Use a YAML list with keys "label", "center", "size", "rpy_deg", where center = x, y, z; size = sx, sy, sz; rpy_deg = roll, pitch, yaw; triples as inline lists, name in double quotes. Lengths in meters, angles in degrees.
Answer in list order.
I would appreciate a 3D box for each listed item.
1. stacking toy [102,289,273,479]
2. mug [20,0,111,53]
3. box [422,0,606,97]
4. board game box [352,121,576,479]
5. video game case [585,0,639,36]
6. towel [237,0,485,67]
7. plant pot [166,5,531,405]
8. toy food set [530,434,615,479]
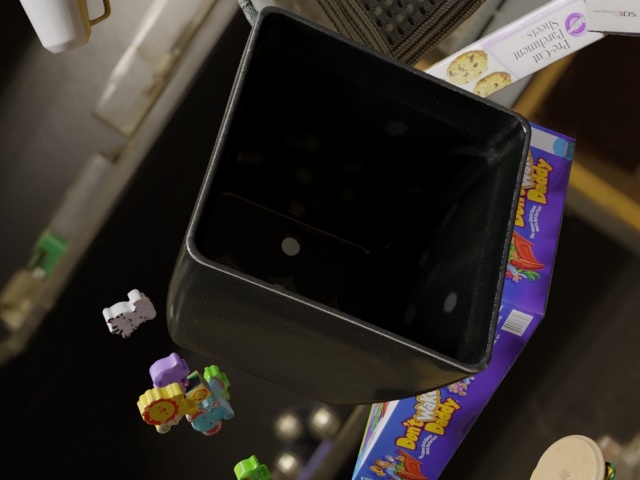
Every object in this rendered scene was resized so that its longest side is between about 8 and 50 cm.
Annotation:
- label: "stacking toy"
  center: [-0.139, 0.168, 1.635]
  size: [0.052, 0.221, 0.167]
  rpy_deg: [-35, 44, 6]
- label: "mug"
  center: [-0.237, -0.213, 1.440]
  size: [0.078, 0.064, 0.062]
  rpy_deg: [-17, 15, 0]
- label: "box"
  center: [0.192, -0.203, 1.814]
  size: [0.324, 0.067, 0.063]
  rpy_deg: [-25, 7, 32]
- label: "board game box"
  center: [0.140, 0.077, 1.535]
  size: [0.347, 0.078, 0.233]
  rpy_deg: [113, 176, -48]
- label: "video game case"
  center: [0.367, -0.242, 1.357]
  size: [0.232, 0.210, 0.042]
  rpy_deg: [-51, -40, -48]
- label: "towel"
  center: [0.018, -0.303, 1.316]
  size: [0.312, 0.324, 0.056]
  rpy_deg: [-42, 15, -33]
- label: "plant pot"
  center: [0.000, 0.000, 0.964]
  size: [0.167, 0.187, 0.188]
  rpy_deg: [131, 158, -56]
- label: "toy food set"
  center: [0.233, 0.222, 1.432]
  size: [0.083, 0.020, 0.082]
  rpy_deg: [-52, 37, 7]
